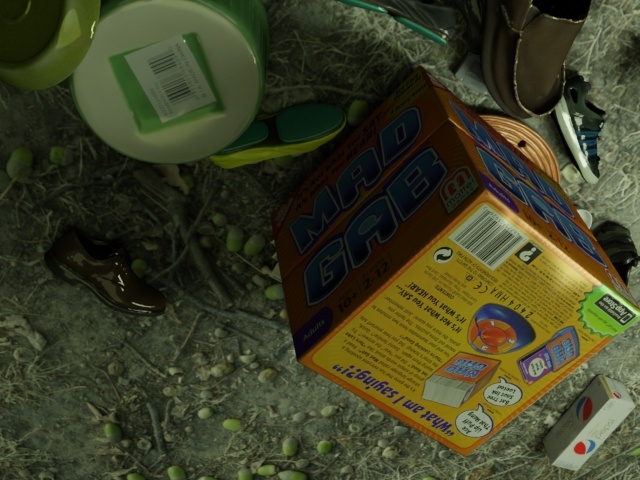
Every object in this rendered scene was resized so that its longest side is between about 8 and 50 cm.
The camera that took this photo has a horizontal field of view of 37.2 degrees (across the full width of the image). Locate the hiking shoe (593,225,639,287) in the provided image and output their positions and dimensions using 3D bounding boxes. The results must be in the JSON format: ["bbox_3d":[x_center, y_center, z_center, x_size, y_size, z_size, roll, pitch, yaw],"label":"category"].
[{"bbox_3d":[0.497,0.084,1.730,0.086,0.114,0.227,15,123,-18],"label":"hiking shoe"}]

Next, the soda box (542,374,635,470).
[{"bbox_3d":[0.559,0.383,1.989,0.069,0.074,0.216,18,123,-20],"label":"soda box"}]

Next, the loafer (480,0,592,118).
[{"bbox_3d":[0.311,-0.313,1.357,0.134,0.130,0.366,-40,138,-21],"label":"loafer"}]

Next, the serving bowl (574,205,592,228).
[{"bbox_3d":[0.439,-0.030,1.687,0.083,0.027,0.083,-12,134,-12],"label":"serving bowl"}]

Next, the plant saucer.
[{"bbox_3d":[-0.399,-0.321,1.258,0.241,0.037,0.241,4,99,26],"label":"plant saucer"}]

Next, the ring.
[{"bbox_3d":[0.245,-0.071,1.626,0.336,0.032,0.337,-5,126,-6],"label":"ring"}]

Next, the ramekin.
[{"bbox_3d":[-0.217,-0.256,1.356,0.303,0.148,0.303,-4,127,-5],"label":"ramekin"}]

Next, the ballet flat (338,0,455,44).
[{"bbox_3d":[0.108,-0.353,1.386,0.203,0.074,0.074,19,122,-13],"label":"ballet flat"}]

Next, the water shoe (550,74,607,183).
[{"bbox_3d":[0.436,-0.177,1.553,0.080,0.073,0.203,-28,126,10],"label":"water shoe"}]

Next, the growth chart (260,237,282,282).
[{"bbox_3d":[0.000,0.000,1.659,0.172,0.021,0.237,24,118,-24],"label":"growth chart"}]

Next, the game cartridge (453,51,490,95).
[{"bbox_3d":[0.254,-0.263,1.500,0.083,0.017,0.056,23,117,-23],"label":"game cartridge"}]

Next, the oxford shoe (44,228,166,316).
[{"bbox_3d":[-0.347,0.057,1.617,0.227,0.083,0.096,34,112,-29],"label":"oxford shoe"}]

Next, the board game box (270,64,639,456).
[{"bbox_3d":[0.185,0.033,1.448,0.356,0.356,0.356,34,113,-29],"label":"board game box"}]

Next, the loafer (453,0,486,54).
[{"bbox_3d":[0.225,-0.357,1.405,0.061,0.062,0.170,8,124,14],"label":"loafer"}]

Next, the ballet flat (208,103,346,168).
[{"bbox_3d":[-0.069,-0.160,1.506,0.231,0.077,0.077,-12,149,4],"label":"ballet flat"}]
